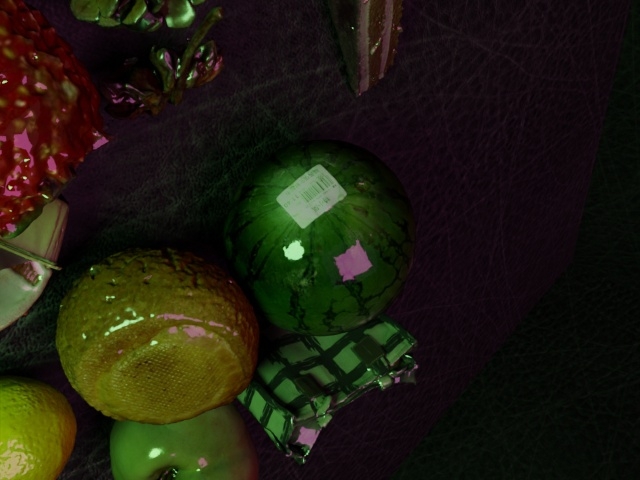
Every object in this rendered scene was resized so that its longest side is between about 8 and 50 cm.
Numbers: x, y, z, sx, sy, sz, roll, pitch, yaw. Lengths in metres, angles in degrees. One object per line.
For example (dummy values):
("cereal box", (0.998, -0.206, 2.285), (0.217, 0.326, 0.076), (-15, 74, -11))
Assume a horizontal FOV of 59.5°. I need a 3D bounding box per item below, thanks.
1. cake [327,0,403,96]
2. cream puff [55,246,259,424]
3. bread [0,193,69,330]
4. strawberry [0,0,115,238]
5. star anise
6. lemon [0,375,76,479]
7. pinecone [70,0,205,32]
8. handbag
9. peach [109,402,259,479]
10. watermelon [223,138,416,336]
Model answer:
("cake", (0.079, -0.389, 1.003), (0.116, 0.113, 0.295), (-41, 154, -14))
("cream puff", (-0.245, 0.134, 0.859), (0.303, 0.212, 0.303), (-9, 133, -10))
("bread", (-0.407, 0.005, 0.639), (0.224, 0.142, 0.211), (41, 65, -56))
("strawberry", (-0.325, -0.164, 0.533), (0.233, 0.138, 0.306), (-71, 150, -41))
("star anise", (-0.196, -0.206, 0.696), (0.177, 0.073, 0.234), (-31, -176, -6))
("lemon", (-0.440, 0.279, 0.783), (0.178, 0.178, 0.203), (-61, 152, 4))
("pinecone", (-0.213, -0.311, 0.581), (0.204, 0.184, 0.179), (-84, -176, -69))
("handbag", (-0.021, 0.220, 1.082), (0.325, 0.327, 0.162), (-29, 123, -25))
("peach", (-0.239, 0.389, 1.019), (0.247, 0.292, 0.292), (-42, 146, 7))
("watermelon", (0.000, 0.000, 0.972), (0.363, 0.363, 0.363), (-31, 137, -34))
